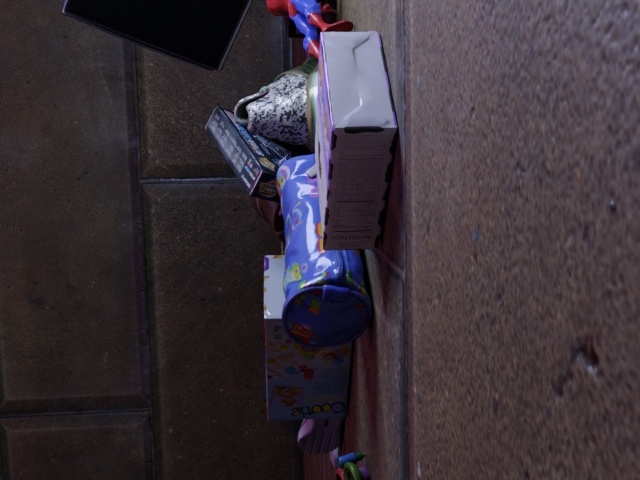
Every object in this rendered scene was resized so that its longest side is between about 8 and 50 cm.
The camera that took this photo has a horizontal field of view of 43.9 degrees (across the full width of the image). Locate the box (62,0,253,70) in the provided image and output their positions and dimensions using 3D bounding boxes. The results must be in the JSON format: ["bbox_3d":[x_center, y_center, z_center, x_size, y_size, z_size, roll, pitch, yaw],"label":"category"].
[{"bbox_3d":[-0.250,-0.641,1.414,0.480,0.297,0.472,-60,29,24],"label":"box"}]

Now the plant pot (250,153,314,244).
[{"bbox_3d":[-0.041,-0.071,1.507,0.165,0.166,0.167,-119,26,-64],"label":"plant pot"}]

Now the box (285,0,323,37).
[{"bbox_3d":[-0.037,-0.539,1.715,0.147,0.077,0.180,-102,11,-67],"label":"box"}]

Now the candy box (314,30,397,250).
[{"bbox_3d":[0.034,-0.111,0.913,0.196,0.070,0.165,94,173,-50],"label":"candy box"}]

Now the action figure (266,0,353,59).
[{"bbox_3d":[0.003,-0.369,1.259,0.280,0.139,0.092,53,148,43],"label":"action figure"}]

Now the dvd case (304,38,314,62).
[{"bbox_3d":[-0.026,-0.400,2.030,0.180,0.022,0.253,-125,33,-83],"label":"dvd case"}]

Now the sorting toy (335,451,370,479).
[{"bbox_3d":[0.053,0.335,1.139,0.102,0.042,0.061,129,125,-66],"label":"sorting toy"}]

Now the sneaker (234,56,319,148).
[{"bbox_3d":[-0.056,-0.242,1.363,0.410,0.181,0.158,-105,14,-77],"label":"sneaker"}]

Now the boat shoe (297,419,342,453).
[{"bbox_3d":[0.011,0.343,1.537,0.226,0.083,0.076,113,169,-53],"label":"boat shoe"}]

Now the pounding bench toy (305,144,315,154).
[{"bbox_3d":[-0.012,-0.194,1.685,0.065,0.052,0.083,127,141,-84],"label":"pounding bench toy"}]

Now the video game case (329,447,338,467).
[{"bbox_3d":[0.027,0.432,1.695,0.122,0.011,0.087,115,153,-82],"label":"video game case"}]

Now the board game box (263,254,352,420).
[{"bbox_3d":[-0.024,0.169,1.355,0.142,0.144,0.275,-95,6,-47],"label":"board game box"}]

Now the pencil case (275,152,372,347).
[{"bbox_3d":[0.000,0.000,1.123,0.306,0.119,0.133,-95,14,-45],"label":"pencil case"}]

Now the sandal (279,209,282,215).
[{"bbox_3d":[-0.066,-0.099,1.780,0.169,0.102,0.417,-47,-50,-69],"label":"sandal"}]

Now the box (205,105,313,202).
[{"bbox_3d":[-0.079,-0.137,1.358,0.051,0.175,0.220,-59,42,22],"label":"box"}]

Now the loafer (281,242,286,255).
[{"bbox_3d":[-0.056,0.070,2.105,0.092,0.101,0.269,144,124,-78],"label":"loafer"}]
